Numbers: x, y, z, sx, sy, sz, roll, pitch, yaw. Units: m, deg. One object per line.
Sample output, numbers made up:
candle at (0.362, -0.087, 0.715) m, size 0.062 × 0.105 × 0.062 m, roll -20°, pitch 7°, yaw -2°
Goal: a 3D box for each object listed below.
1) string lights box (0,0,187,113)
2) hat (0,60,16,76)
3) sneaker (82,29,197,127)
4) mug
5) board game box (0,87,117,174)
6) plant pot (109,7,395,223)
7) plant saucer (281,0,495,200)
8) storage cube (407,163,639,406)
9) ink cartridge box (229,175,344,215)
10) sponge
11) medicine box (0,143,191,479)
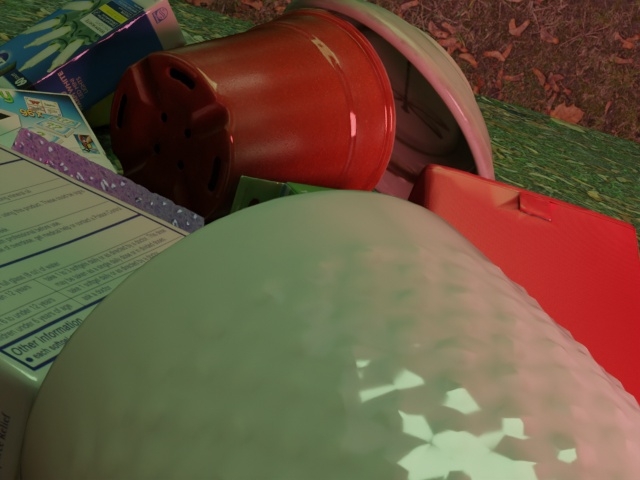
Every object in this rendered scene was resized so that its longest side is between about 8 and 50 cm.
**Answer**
string lights box at (-0.318, -0.232, 1.244) m, size 0.260 × 0.076 × 0.133 m, roll -38°, pitch 46°, yaw -16°
hat at (-0.454, -0.230, 1.061) m, size 0.173 × 0.183 × 0.208 m, roll -38°, pitch 19°, yaw -26°
sneaker at (-0.245, -0.238, 1.466) m, size 0.147 × 0.145 × 0.385 m, roll 33°, pitch 27°, yaw 8°
mug at (0.075, 0.200, 0.441) m, size 0.374 × 0.276 × 0.328 m, roll 43°, pitch 4°, yaw -44°
board game box at (-0.348, -0.075, 0.957) m, size 0.305 × 0.053 × 0.193 m, roll -2°, pitch 49°, yaw -47°
plant pot at (-0.094, -0.140, 1.191) m, size 0.272 × 0.272 × 0.265 m, roll 30°, pitch 31°, yaw 30°
plant saucer at (0.111, -0.199, 1.369) m, size 0.400 × 0.100 × 0.400 m, roll 42°, pitch -18°, yaw 16°
storage cube at (0.138, 0.086, 0.780) m, size 0.215 × 0.183 × 0.193 m, roll 17°, pitch 45°, yaw -7°
ink cartridge box at (0.000, 0.000, 1.088) m, size 0.209 × 0.109 × 0.062 m, roll 7°, pitch 22°, yaw -31°
sponge at (-0.215, -0.024, 0.949) m, size 0.210 × 0.031 × 0.117 m, roll 27°, pitch 35°, yaw -20°
medicine box at (-0.242, 0.051, 0.661) m, size 0.289 × 0.149 × 0.263 m, roll 24°, pitch 20°, yaw 14°
